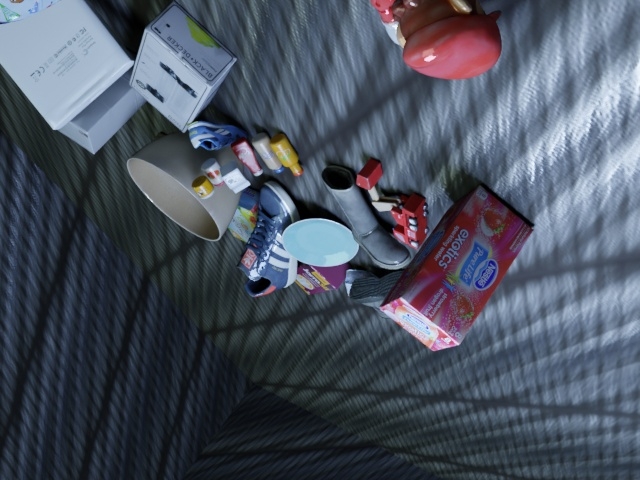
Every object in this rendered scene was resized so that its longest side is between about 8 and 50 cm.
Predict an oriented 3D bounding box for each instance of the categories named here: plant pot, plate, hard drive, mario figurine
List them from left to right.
[{"bbox_3d":[-0.586,-0.445,1.522,0.353,0.233,0.047,52,-167,-4],"label":"hard drive"},{"bbox_3d":[-0.297,-0.162,1.757,0.284,0.191,0.284,32,158,15],"label":"plant pot"},{"bbox_3d":[0.000,0.000,1.763,0.188,0.024,0.188,5,141,4],"label":"plate"},{"bbox_3d":[0.120,-0.344,0.872,0.320,0.170,0.198,54,-168,-12],"label":"mario figurine"}]

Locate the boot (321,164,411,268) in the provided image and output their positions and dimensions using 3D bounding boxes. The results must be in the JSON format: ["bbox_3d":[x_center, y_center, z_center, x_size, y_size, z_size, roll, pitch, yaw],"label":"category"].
[{"bbox_3d":[0.096,-0.050,1.518,0.190,0.076,0.208,33,155,40],"label":"boot"}]

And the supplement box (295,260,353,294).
[{"bbox_3d":[-0.008,0.079,1.944,0.104,0.081,0.188,43,158,-13],"label":"supplement box"}]

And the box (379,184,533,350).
[{"bbox_3d":[0.234,0.049,1.248,0.128,0.257,0.122,39,161,-2],"label":"box"}]

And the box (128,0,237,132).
[{"bbox_3d":[-0.293,-0.350,1.508,0.169,0.087,0.290,41,159,-8],"label":"box"}]

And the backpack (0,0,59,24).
[{"bbox_3d":[-0.564,-0.534,1.316,0.276,0.263,0.213,35,155,9],"label":"backpack"}]

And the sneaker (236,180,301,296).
[{"bbox_3d":[-0.141,0.013,1.829,0.131,0.148,0.350,40,145,37],"label":"sneaker"}]

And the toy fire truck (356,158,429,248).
[{"bbox_3d":[0.146,-0.069,1.441,0.135,0.047,0.192,28,158,24],"label":"toy fire truck"}]

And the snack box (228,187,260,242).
[{"bbox_3d":[-0.196,-0.065,1.964,0.174,0.070,0.207,24,154,33],"label":"snack box"}]

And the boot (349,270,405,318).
[{"bbox_3d":[0.204,0.142,1.765,0.247,0.083,0.161,-3,153,46],"label":"boot"}]

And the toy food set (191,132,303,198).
[{"bbox_3d":[-0.161,-0.152,1.595,0.104,0.232,0.111,56,-174,-38],"label":"toy food set"}]

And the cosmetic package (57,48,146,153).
[{"bbox_3d":[-0.499,-0.330,1.667,0.127,0.238,0.107,35,159,9],"label":"cosmetic package"}]

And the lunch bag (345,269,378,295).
[{"bbox_3d":[0.110,0.110,1.859,0.083,0.053,0.071,3,147,14],"label":"lunch bag"}]

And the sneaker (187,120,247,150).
[{"bbox_3d":[-0.229,-0.226,1.616,0.144,0.059,0.053,1,161,-34],"label":"sneaker"}]

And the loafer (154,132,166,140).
[{"bbox_3d":[-0.406,-0.228,1.990,0.148,0.050,0.056,46,158,-20],"label":"loafer"}]
